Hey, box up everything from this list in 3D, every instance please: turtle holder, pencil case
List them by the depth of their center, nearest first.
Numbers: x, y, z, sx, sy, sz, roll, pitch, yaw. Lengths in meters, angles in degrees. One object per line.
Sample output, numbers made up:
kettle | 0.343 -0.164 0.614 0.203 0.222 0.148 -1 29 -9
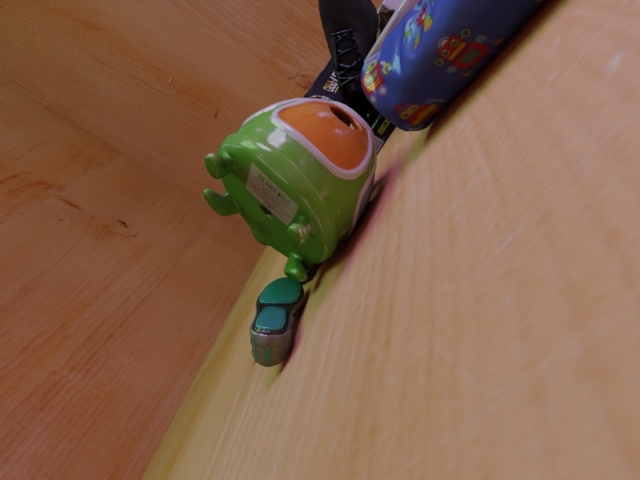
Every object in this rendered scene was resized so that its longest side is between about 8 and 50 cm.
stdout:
pencil case | 0.162 -0.262 0.555 0.306 0.119 0.133 134 143 -55
turtle holder | -0.025 -0.079 0.775 0.227 0.243 0.320 -46 -32 -21

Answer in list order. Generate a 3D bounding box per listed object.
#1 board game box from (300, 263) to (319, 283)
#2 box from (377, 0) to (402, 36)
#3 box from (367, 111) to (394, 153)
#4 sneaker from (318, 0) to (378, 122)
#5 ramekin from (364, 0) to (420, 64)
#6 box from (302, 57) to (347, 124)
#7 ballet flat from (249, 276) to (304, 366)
board game box | 0.000 0.000 0.921 0.186 0.026 0.126 -60 8 -19
box | 0.255 -0.590 1.140 0.247 0.163 0.142 -59 6 -5
box | 0.140 -0.270 1.052 0.191 0.045 0.184 -57 5 14
sneaker | 0.068 -0.360 0.942 0.109 0.286 0.130 -7 46 23
ramekin | 0.198 -0.384 0.808 0.273 0.127 0.273 -57 8 12
box | -0.004 -0.228 1.221 0.318 0.097 0.395 -63 -9 -45
ballet flat | -0.068 0.121 0.732 0.213 0.072 0.068 -74 -13 -73
